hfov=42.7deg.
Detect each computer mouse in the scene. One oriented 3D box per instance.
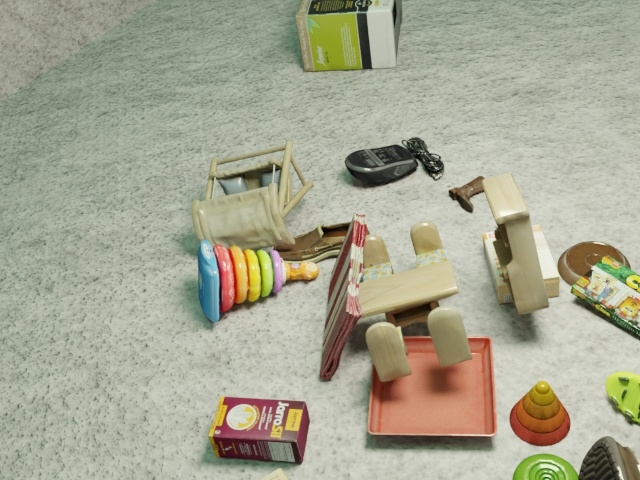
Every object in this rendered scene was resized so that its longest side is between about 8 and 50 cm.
[{"bbox_3d":[0.197,-0.208,2.310,0.272,0.072,0.188,-9,38,-17],"label":"computer mouse"}]

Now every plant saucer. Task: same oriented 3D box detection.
[{"bbox_3d":[0.652,0.055,1.950,0.168,0.029,0.168,-5,43,5],"label":"plant saucer"},{"bbox_3d":[0.237,0.315,1.737,0.259,0.048,0.258,-1,43,9],"label":"plant saucer"}]

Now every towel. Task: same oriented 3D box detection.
[{"bbox_3d":[0.053,0.121,1.858,0.037,0.237,0.329,15,43,-7],"label":"towel"}]

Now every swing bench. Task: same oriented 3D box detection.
[{"bbox_3d":[-0.183,-0.103,2.147,0.253,0.165,0.254,-10,39,25],"label":"swing bench"}]

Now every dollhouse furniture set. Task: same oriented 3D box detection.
[{"bbox_3d":[0.259,0.053,1.763,0.394,0.256,0.362,-15,29,9],"label":"dollhouse furniture set"}]

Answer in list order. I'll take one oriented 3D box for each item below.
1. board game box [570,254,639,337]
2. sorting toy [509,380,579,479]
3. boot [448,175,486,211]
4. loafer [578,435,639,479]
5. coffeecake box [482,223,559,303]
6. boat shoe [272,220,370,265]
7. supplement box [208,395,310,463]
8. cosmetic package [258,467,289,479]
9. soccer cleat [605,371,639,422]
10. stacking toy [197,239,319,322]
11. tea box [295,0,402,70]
[{"bbox_3d":[0.704,0.142,1.821,0.136,0.030,0.260,-36,55,-27],"label":"board game box"},{"bbox_3d":[0.425,0.407,1.540,0.127,0.126,0.365,-1,42,10],"label":"sorting toy"},{"bbox_3d":[0.418,-0.128,2.197,0.114,0.037,0.106,-21,45,-19],"label":"boot"},{"bbox_3d":[0.555,0.517,1.413,0.130,0.134,0.366,9,48,-19],"label":"loafer"},{"bbox_3d":[0.476,0.054,1.956,0.142,0.068,0.185,-9,42,5],"label":"coffeecake box"},{"bbox_3d":[-0.001,-0.005,2.099,0.257,0.095,0.095,-10,42,0],"label":"boat shoe"},{"bbox_3d":[-0.124,0.391,1.701,0.188,0.081,0.104,1,43,12],"label":"supplement box"},{"bbox_3d":[-0.053,0.580,1.459,0.160,0.113,0.309,-28,44,-19],"label":"cosmetic package"},{"bbox_3d":[0.712,0.327,1.616,0.289,0.093,0.121,16,18,32],"label":"soccer cleat"},{"bbox_3d":[-0.146,0.083,2.017,0.302,0.166,0.175,-5,31,-15],"label":"stacking toy"},{"bbox_3d":[0.106,-0.762,2.815,0.323,0.220,0.329,1,43,11],"label":"tea box"}]
